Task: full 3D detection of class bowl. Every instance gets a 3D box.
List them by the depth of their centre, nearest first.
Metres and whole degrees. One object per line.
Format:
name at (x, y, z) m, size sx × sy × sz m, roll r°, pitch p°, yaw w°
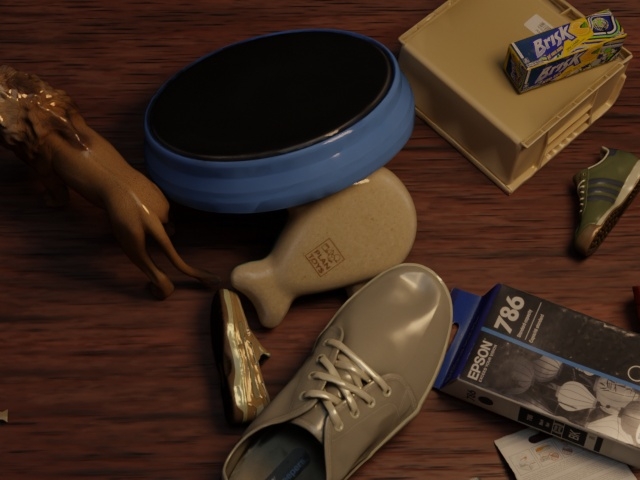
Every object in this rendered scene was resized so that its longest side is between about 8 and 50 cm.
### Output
bowl at (-0.063, -0.180, 1.917) m, size 0.391 × 0.077 × 0.391 m, roll -10°, pitch 35°, yaw 7°

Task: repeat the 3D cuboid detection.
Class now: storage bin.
storage bin at (0.284, -0.255, 2.063) m, size 0.260 × 0.123 × 0.262 m, roll -39°, pitch 70°, yaw -23°

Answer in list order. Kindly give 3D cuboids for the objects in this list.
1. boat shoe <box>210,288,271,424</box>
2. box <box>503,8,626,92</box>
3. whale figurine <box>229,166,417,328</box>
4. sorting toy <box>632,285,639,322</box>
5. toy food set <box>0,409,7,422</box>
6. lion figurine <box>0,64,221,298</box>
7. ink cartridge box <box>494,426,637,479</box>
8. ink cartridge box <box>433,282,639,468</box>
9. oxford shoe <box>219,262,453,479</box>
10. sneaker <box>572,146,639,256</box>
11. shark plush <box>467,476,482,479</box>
boat shoe at (-0.102, 0.155, 1.845) m, size 0.072 × 0.068 × 0.190 m, roll -3°, pitch 70°, yaw -19°
box at (0.351, -0.273, 1.972) m, size 0.169 × 0.059 × 0.054 m, roll -21°, pitch 62°, yaw -15°
whale figurine at (0.000, 0.000, 1.901) m, size 0.272 × 0.141 × 0.216 m, roll -39°, pitch 110°, yaw -3°
sorting toy at (0.597, 0.157, 1.884) m, size 0.365 × 0.127 × 0.126 m, roll 13°, pitch 90°, yaw 0°
toy food set at (-0.474, 0.250, 1.787) m, size 0.122 × 0.019 × 0.078 m, roll 10°, pitch 61°, yaw -7°
lion figurine at (-0.302, -0.084, 1.852) m, size 0.392 × 0.240 × 0.142 m, roll 31°, pitch 70°, yaw 13°
ink cartridge box at (0.330, 0.317, 1.802) m, size 0.145 × 0.045 × 0.179 m, roll -19°, pitch 45°, yaw -13°
ink cartridge box at (0.301, 0.167, 1.839) m, size 0.333 × 0.065 × 0.165 m, roll 19°, pitch 61°, yaw 15°
oxford shoe at (0.026, 0.204, 1.763) m, size 0.169 × 0.130 × 0.449 m, roll 35°, pitch 69°, yaw 15°
sneaker at (0.401, -0.063, 2.001) m, size 0.086 × 0.064 × 0.192 m, roll 30°, pitch 63°, yaw 21°
shark plush at (0.219, 0.377, 1.744) m, size 0.067 × 0.073 × 0.161 m, roll -8°, pitch 51°, yaw -43°
